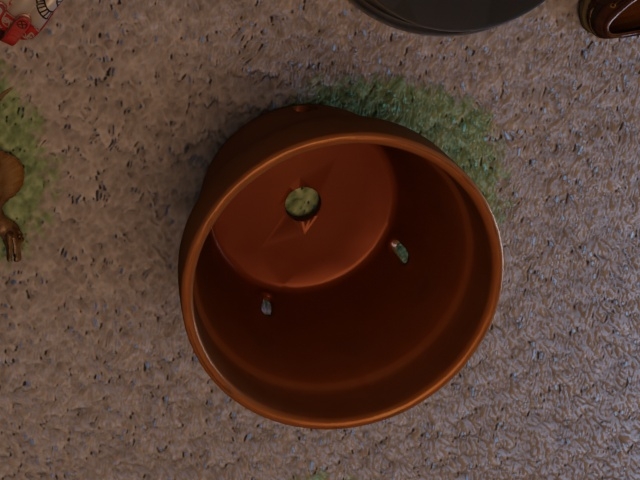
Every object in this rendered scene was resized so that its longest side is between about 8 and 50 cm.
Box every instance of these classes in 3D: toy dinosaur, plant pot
[{"bbox_3d":[-0.316,-0.061,1.780,0.093,0.053,0.183,-17,126,-23],"label":"toy dinosaur"},{"bbox_3d":[0.000,0.000,1.789,0.291,0.203,0.291,-6,116,-12],"label":"plant pot"}]

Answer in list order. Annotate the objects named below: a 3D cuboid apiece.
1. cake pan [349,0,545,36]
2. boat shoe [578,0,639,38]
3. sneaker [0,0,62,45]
[{"bbox_3d":[0.131,-0.317,1.757,0.293,0.054,0.293,-5,116,-12],"label":"cake pan"},{"bbox_3d":[0.337,-0.230,1.842,0.178,0.060,0.064,-20,117,-4],"label":"boat shoe"},{"bbox_3d":[-0.327,-0.212,1.675,0.270,0.090,0.145,-33,115,0],"label":"sneaker"}]
